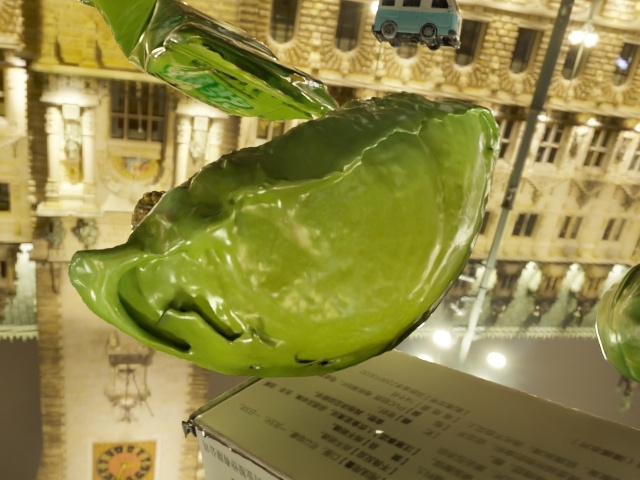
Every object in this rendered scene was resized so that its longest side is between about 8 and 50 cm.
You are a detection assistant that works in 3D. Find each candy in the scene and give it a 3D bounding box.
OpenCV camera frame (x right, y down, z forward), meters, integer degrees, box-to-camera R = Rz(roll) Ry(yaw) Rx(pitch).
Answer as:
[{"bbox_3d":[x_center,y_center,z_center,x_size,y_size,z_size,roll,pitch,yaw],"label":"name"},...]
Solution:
[{"bbox_3d":[-0.098,-0.151,0.537,0.149,0.069,0.246,16,-161,-40],"label":"candy"}]

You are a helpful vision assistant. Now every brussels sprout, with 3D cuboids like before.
[{"bbox_3d":[0.360,0.080,0.665,0.117,0.155,0.155,28,-165,-27],"label":"brussels sprout"}]

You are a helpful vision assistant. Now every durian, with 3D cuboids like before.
[{"bbox_3d":[0.000,0.000,0.366,0.250,0.139,0.101,-30,-162,-18],"label":"durian"}]

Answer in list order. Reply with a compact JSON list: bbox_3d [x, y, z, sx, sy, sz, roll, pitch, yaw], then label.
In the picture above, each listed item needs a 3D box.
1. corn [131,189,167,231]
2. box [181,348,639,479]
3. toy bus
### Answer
[{"bbox_3d":[-0.127,0.017,0.940,0.321,0.119,0.119,26,-153,14],"label":"corn"},{"bbox_3d":[0.076,0.185,0.358,0.145,0.173,0.333,-21,-160,-38],"label":"box"},{"bbox_3d":[0.141,-0.317,0.929,0.123,0.075,0.060,10,-179,18],"label":"toy bus"}]
